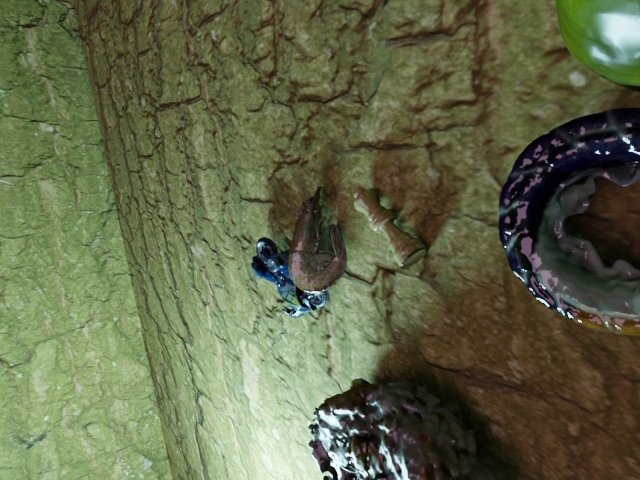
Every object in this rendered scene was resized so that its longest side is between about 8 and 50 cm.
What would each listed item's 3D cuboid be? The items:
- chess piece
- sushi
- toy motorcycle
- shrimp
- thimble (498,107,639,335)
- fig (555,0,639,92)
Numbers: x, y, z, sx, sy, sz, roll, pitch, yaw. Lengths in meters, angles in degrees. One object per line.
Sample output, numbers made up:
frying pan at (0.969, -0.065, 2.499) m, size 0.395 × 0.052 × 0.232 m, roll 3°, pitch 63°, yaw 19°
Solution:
chess piece at (0.114, -0.030, 0.766) m, size 0.172 × 0.060 × 0.060 m, roll 54°, pitch 137°, yaw 25°
sushi at (0.135, 0.449, 0.771) m, size 0.417 × 0.175 × 0.418 m, roll 17°, pitch 110°, yaw 60°
toy motorcycle at (-0.077, 0.092, 1.000) m, size 0.254 × 0.092 × 0.136 m, roll 37°, pitch 129°, yaw 33°
shrimp at (0.000, 0.000, 0.891) m, size 0.126 × 0.047 × 0.223 m, roll 9°, pitch 93°, yaw 15°
thimble at (0.321, -0.029, 0.451) m, size 0.237 × 0.150 × 0.237 m, roll 18°, pitch 114°, yaw 46°
fig at (0.337, -0.195, 0.321) m, size 0.314 × 0.233 × 0.233 m, roll 52°, pitch 136°, yaw 17°
